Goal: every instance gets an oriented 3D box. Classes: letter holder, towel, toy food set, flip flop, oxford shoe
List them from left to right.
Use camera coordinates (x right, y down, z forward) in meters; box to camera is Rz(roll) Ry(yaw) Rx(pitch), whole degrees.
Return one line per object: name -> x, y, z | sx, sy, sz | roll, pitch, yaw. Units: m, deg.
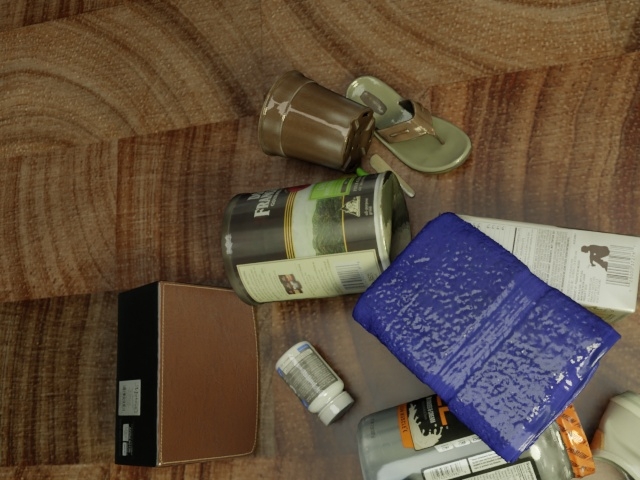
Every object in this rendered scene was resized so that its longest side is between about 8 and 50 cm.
letter holder -> -0.236, 0.239, 1.164 | 0.152, 0.215, 0.301 | -17, 71, 44
toy food set -> 0.070, -0.065, 1.197 | 0.192, 0.038, 0.132 | -45, 70, 1
flip flop -> 0.153, -0.222, 1.191 | 0.277, 0.080, 0.112 | 43, 90, 20
towel -> 0.222, 0.124, 0.912 | 0.227, 0.076, 0.308 | -46, 65, -5
oxford shoe -> 0.554, 0.411, 0.883 | 0.130, 0.169, 0.449 | -42, 63, -2

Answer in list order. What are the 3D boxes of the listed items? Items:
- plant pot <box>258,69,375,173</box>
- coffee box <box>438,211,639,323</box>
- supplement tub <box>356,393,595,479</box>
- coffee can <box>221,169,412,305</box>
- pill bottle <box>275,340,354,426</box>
plant pot -> 0.001, -0.207, 1.181 | 0.165, 0.167, 0.166 | 24, 84, 20
coffee box -> 0.332, 0.047, 1.030 | 0.298, 0.168, 0.118 | 8, 79, 18
supplement tub -> 0.230, 0.319, 0.978 | 0.316, 0.193, 0.193 | -20, 72, 9
coffee can -> 0.000, 0.000, 1.100 | 0.276, 0.201, 0.201 | -7, 75, 19
pill bottle -> -0.009, 0.249, 1.121 | 0.078, 0.078, 0.137 | -43, 69, 2
